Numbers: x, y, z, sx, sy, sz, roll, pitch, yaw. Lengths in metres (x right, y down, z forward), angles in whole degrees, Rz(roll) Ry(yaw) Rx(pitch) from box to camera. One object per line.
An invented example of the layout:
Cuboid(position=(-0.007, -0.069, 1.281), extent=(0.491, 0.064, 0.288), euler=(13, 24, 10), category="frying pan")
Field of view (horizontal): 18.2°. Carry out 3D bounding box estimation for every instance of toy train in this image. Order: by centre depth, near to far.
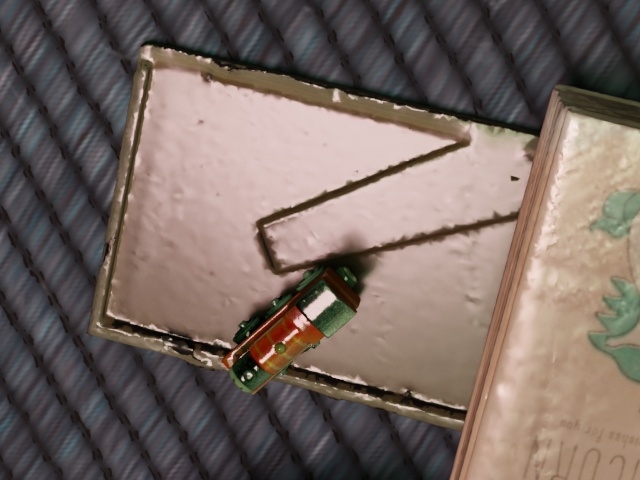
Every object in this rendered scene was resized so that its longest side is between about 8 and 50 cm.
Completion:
Cuboid(position=(-0.019, 0.057, 1.251), extent=(0.103, 0.064, 0.044), euler=(-41, 98, 16), category="toy train")

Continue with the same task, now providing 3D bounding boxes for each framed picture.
Cuboid(position=(0.000, 0.000, 1.278), extent=(0.281, 0.019, 0.209), euler=(15, 106, 4), category="framed picture")

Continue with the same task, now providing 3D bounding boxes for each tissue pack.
Cuboid(position=(0.186, 0.080, 1.239), extent=(0.170, 0.071, 0.325), euler=(12, 107, -3), category="tissue pack")
